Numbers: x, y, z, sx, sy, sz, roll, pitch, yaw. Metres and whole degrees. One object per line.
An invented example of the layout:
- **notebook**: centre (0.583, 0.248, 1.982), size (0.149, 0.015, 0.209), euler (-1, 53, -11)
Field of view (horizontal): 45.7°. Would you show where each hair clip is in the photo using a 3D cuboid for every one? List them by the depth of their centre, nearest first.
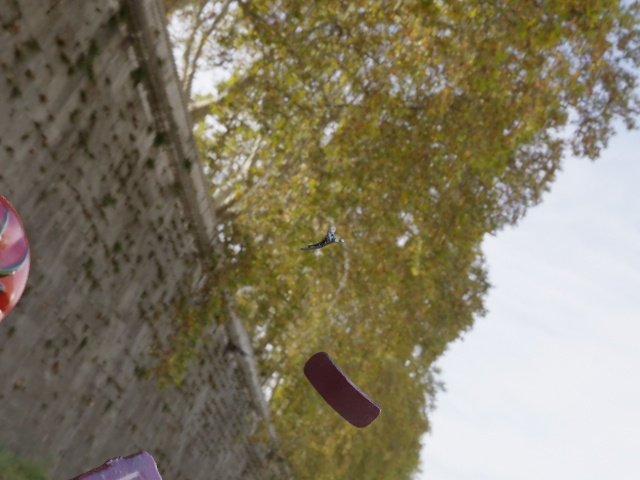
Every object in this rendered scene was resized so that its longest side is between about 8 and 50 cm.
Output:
- **hair clip**: centre (0.032, 0.229, 1.156), size (0.137, 0.054, 0.022), euler (46, 20, 1)
- **hair clip**: centre (0.001, 0.000, 1.745), size (0.115, 0.039, 0.030), euler (-21, -16, 41)

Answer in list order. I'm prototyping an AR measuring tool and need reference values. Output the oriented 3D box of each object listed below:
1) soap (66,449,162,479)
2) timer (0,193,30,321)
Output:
- **soap**: centre (-0.206, 0.364, 0.809), size (0.250, 0.099, 0.162), euler (64, 13, 9)
- **timer**: centre (-0.792, 0.043, 1.538), size (0.279, 0.378, 0.378), euler (12, -30, 27)
